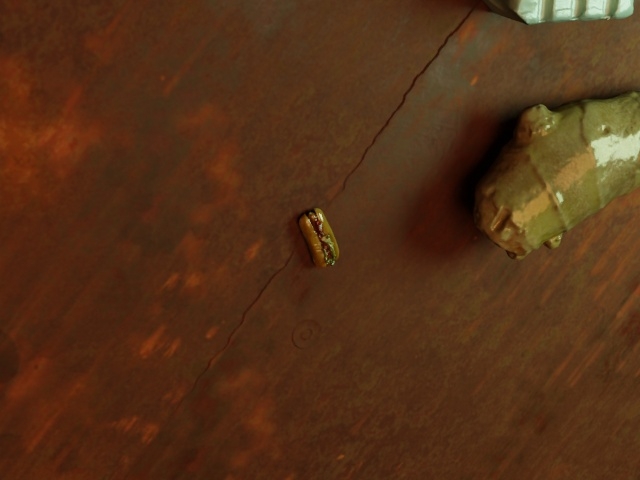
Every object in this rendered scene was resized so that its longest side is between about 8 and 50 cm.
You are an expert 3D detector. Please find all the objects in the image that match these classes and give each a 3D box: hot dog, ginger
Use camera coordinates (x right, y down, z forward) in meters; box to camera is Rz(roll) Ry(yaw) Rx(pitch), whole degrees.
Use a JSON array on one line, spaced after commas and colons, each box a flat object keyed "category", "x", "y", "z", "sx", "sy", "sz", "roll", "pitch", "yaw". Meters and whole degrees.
[{"category": "hot dog", "x": 0.000, "y": 0.000, "z": 1.315, "sx": 0.037, "sy": 0.021, "sz": 0.083, "roll": -32, "pitch": 121, "yaw": -11}, {"category": "ginger", "x": 0.339, "y": -0.104, "z": 1.388, "sx": 0.354, "sy": 0.126, "sz": 0.190, "roll": -24, "pitch": 110, "yaw": -20}]

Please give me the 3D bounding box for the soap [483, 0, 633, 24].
[{"category": "soap", "x": 0.278, "y": -0.396, "z": 1.244, "sx": 0.172, "sy": 0.095, "sz": 0.290, "roll": -9, "pitch": 114, "yaw": -23}]
